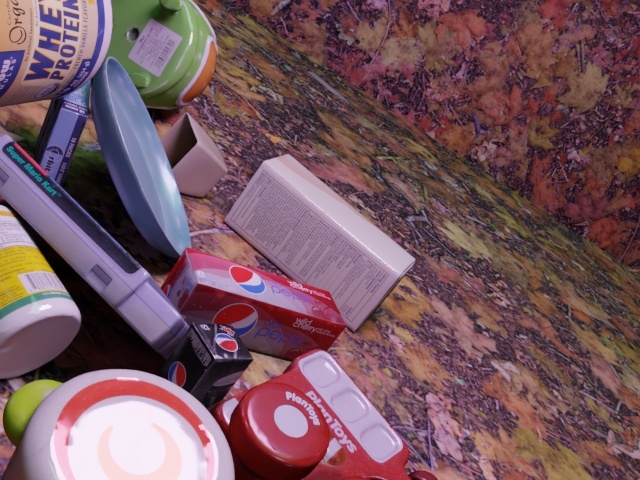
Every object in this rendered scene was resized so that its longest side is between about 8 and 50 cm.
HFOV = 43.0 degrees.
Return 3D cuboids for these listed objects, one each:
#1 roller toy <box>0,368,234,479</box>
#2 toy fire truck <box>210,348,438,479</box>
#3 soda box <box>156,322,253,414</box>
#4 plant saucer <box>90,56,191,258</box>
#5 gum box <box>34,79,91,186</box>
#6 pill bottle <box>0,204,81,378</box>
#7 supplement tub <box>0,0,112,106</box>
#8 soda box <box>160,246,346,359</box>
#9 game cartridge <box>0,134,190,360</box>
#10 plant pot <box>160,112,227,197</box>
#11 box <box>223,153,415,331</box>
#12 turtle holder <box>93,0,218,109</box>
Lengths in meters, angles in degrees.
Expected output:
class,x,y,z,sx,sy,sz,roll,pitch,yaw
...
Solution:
class,x,y,z,sx,sy,sz,roll,pitch,yaw
roller toy,-0.186,0.230,0.728,0.191,0.146,0.209,7,42,-35
toy fire truck,0.020,0.264,0.876,0.302,0.169,0.254,46,35,20
soda box,-0.146,0.166,0.877,0.060,0.169,0.053,9,36,-48
plant saucer,-0.271,-0.115,1.213,0.317,0.043,0.318,-19,90,-89
gum box,-0.381,-0.162,1.190,0.041,0.157,0.184,18,29,-25
pill bottle,-0.358,0.035,0.876,0.208,0.117,0.117,51,26,20
supplement tub,-0.422,-0.266,0.952,0.228,0.228,0.316,40,26,7
soda box,-0.096,0.099,1.182,0.263,0.092,0.083,20,27,-35
game cartridge,-0.283,0.009,0.980,0.355,0.068,0.230,42,-17,12
plant pot,-0.230,-0.142,1.453,0.096,0.109,0.109,34,19,-40
box,0.000,0.000,1.450,0.311,0.148,0.121,41,22,7
turtle holder,-0.355,-0.379,1.618,0.320,0.243,0.227,2,-7,21
